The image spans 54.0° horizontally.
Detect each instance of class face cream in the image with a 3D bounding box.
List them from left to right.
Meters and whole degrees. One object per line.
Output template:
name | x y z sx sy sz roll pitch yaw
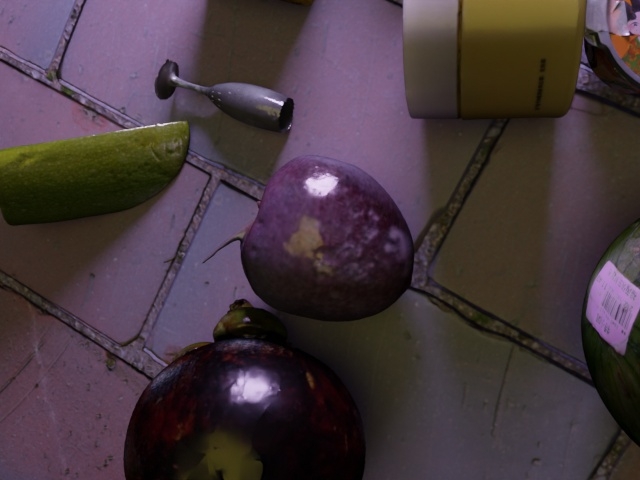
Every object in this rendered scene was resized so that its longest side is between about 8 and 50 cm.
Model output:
face cream | 0.197 -0.251 0.728 0.179 0.218 0.218 2 94 14

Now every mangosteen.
mangosteen | -0.096 0.251 0.836 0.305 0.360 0.306 -2 122 -3

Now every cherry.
cherry | 0.000 0.000 0.819 0.265 0.183 0.213 21 108 -3

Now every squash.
squash | -0.351 -0.095 0.985 0.288 0.203 0.111 -13 89 -20

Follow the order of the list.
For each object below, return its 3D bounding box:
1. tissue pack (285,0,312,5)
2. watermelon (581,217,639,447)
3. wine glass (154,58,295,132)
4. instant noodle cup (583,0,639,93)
tissue pack | -0.092 -0.382 0.850 0.169 0.120 0.082 19 101 12
watermelon | 0.452 0.104 0.624 0.362 0.363 0.364 1 94 15
wine glass | -0.137 -0.205 0.903 0.197 0.066 0.066 20 98 13
instant noodle cup | 0.383 -0.242 0.717 0.208 0.125 0.178 14 94 1
